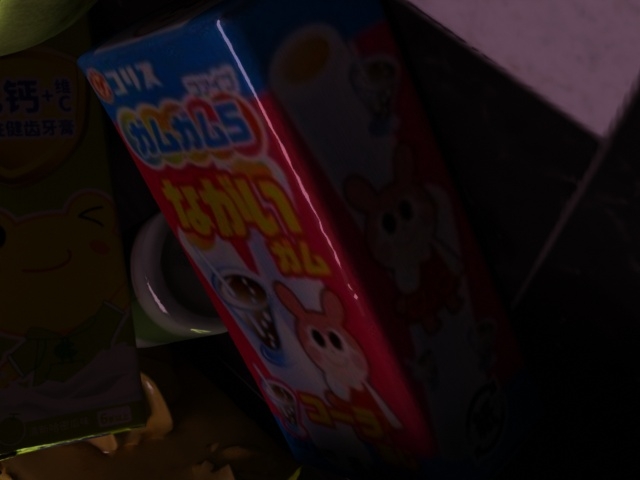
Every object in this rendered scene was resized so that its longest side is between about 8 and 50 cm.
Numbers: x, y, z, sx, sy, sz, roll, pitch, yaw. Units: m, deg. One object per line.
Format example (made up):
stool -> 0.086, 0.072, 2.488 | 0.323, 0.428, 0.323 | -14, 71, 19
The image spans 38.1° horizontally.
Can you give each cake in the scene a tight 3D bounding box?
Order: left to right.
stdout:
cake -> -0.166, 0.244, 0.887 | 0.227, 0.222, 0.286 | 38, 146, 19

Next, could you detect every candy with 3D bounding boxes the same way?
candy -> -0.001, 0.001, 0.537 | 0.157, 0.100, 0.306 | 3, 124, 52

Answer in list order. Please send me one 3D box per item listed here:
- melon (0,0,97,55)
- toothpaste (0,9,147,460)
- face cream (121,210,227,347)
melon -> -0.225, -0.228, 0.449 | 0.308, 0.272, 0.272 | 30, 143, 21
toothpaste -> -0.206, -0.014, 0.651 | 0.077, 0.110, 0.327 | -16, 82, 59
face cream -> -0.139, 0.037, 0.755 | 0.101, 0.101, 0.251 | 57, 149, -9
